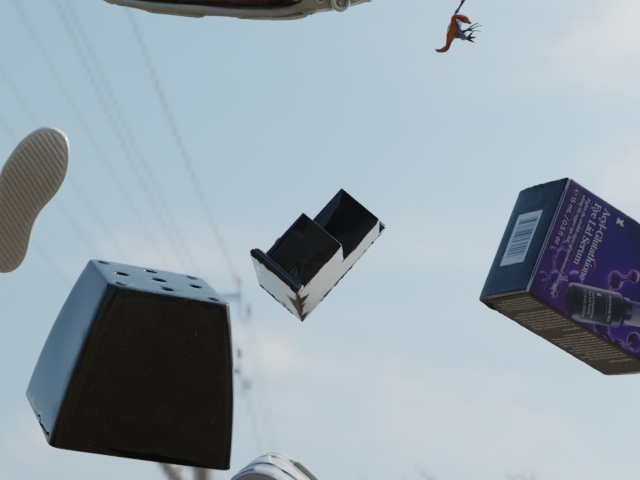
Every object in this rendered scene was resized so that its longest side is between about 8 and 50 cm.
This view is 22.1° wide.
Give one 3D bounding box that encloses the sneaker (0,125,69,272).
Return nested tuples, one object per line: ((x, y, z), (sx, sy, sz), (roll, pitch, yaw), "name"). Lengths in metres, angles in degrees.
((-0.509, -0.097, 2.842), (0.102, 0.161, 0.282), (26, -67, -11), "sneaker")

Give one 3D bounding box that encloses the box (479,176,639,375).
((0.313, 0.046, 1.913), (0.207, 0.153, 0.108), (29, -19, -20), "box")

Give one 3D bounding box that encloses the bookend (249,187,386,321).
((0.000, 0.000, 1.900), (0.072, 0.156, 0.157), (40, -9, 11), "bookend")

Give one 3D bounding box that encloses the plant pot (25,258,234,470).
((-0.186, 0.119, 1.689), (0.188, 0.167, 0.187), (10, 8, -19), "plant pot")

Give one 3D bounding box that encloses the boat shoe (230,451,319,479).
((0.041, 0.388, 1.879), (0.136, 0.367, 0.156), (-45, -3, 21), "boat shoe")

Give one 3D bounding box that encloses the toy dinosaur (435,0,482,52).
((0.188, -0.286, 2.234), (0.090, 0.047, 0.082), (-50, -18, 13), "toy dinosaur")

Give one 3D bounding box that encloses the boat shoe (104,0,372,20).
((-0.058, -0.256, 1.526), (0.320, 0.103, 0.118), (-1, -64, -11), "boat shoe")
